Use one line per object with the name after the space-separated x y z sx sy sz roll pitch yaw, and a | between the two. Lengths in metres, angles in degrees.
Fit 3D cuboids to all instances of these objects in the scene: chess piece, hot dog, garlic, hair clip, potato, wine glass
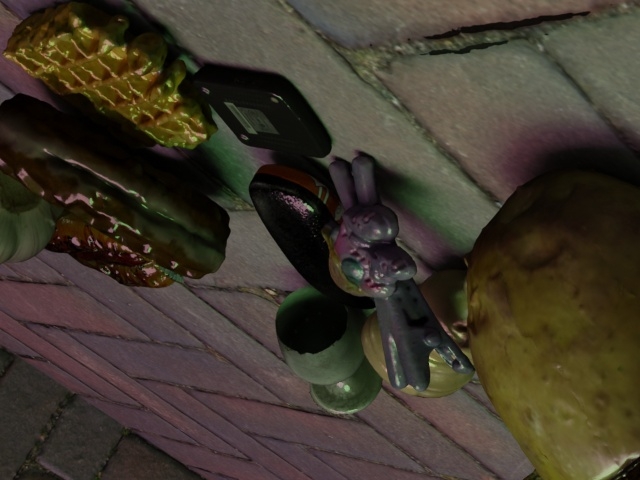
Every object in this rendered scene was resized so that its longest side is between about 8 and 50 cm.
0.153 0.093 1.489 0.138 0.124 0.307 63 160 12 | chess piece
-0.327 0.011 1.954 0.270 0.082 0.162 12 156 36 | hot dog
-0.495 -0.080 1.831 0.257 0.207 0.207 30 161 -10 | garlic
0.075 0.047 1.349 0.278 0.090 0.137 61 155 -13 | hair clip
0.236 0.068 1.151 0.237 0.301 0.288 46 129 10 | potato
0.013 0.156 1.796 0.126 0.126 0.241 20 162 23 | wine glass

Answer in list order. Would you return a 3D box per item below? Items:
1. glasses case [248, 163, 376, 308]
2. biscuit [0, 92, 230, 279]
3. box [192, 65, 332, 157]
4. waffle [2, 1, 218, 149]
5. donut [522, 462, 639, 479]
0.000 0.000 1.489 0.103 0.067 0.266 20 158 32 | glasses case
-0.253 -0.064 1.534 0.332 0.103 0.332 31 177 2 | biscuit
-0.059 -0.130 1.318 0.125 0.027 0.126 13 156 35 | box
-0.205 -0.171 1.364 0.229 0.057 0.219 36 160 -27 | waffle
0.423 0.315 1.667 0.151 0.112 0.295 33 162 -20 | donut
